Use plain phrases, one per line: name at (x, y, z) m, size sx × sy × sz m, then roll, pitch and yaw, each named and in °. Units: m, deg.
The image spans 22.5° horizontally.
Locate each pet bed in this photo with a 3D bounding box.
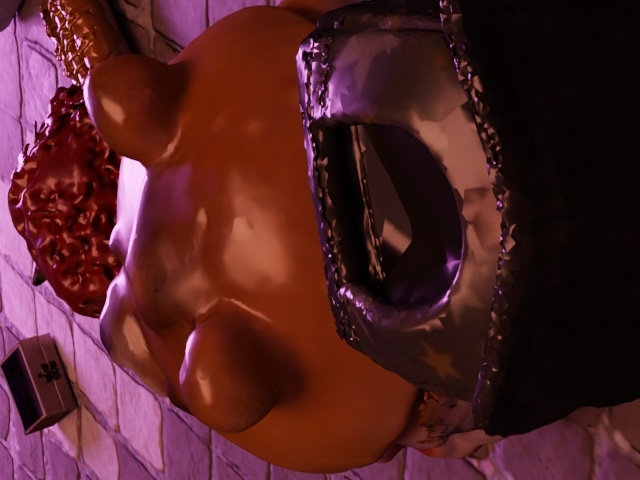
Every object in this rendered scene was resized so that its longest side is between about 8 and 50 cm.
pet bed at (0.117, -0.027, 0.670) m, size 0.159 × 0.211 × 0.183 m, roll 12°, pitch 111°, yaw 59°

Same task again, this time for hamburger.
hamburger at (0.000, 0.000, 0.855) m, size 0.276 × 0.237 × 0.276 m, roll 30°, pitch 126°, yaw 52°

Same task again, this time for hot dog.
hot dog at (-0.172, -0.135, 1.250) m, size 0.071 × 0.045 × 0.165 m, roll -47°, pitch 63°, yaw 53°

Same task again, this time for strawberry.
strawberry at (-0.102, -0.041, 1.074) m, size 0.201 × 0.187 × 0.184 m, roll -30°, pitch 62°, yaw 25°

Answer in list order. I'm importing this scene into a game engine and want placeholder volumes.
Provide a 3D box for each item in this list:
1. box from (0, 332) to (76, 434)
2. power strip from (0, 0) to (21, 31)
box at (-0.273, 0.139, 1.551) m, size 0.083 × 0.035 × 0.079 m, roll -40°, pitch 69°, yaw 58°
power strip at (-0.247, -0.270, 1.266) m, size 0.062 × 0.091 × 0.385 m, roll 65°, pitch 148°, yaw 11°
